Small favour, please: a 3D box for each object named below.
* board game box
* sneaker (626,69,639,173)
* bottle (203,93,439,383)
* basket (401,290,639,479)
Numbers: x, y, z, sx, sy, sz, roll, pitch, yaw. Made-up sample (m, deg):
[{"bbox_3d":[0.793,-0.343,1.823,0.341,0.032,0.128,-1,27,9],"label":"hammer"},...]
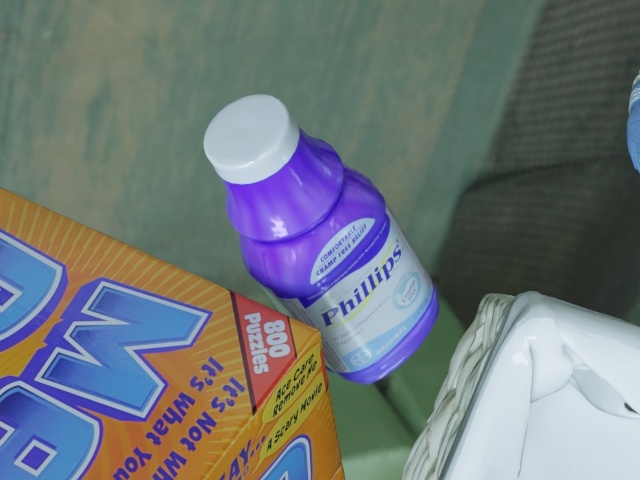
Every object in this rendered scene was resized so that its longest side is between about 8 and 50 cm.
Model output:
[{"bbox_3d":[-0.223,0.231,1.126,0.356,0.357,0.356,-51,151,-31],"label":"board game box"},{"bbox_3d":[0.276,-0.037,1.014,0.130,0.330,0.147,23,96,-5],"label":"sneaker"},{"bbox_3d":[0.000,0.000,1.108,0.118,0.092,0.283,-45,139,-11],"label":"bottle"},{"bbox_3d":[0.066,0.104,0.374,0.113,0.103,0.167,21,93,-4],"label":"basket"}]
